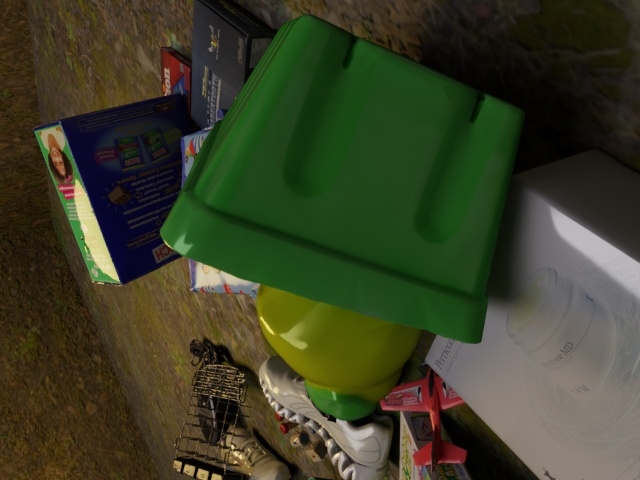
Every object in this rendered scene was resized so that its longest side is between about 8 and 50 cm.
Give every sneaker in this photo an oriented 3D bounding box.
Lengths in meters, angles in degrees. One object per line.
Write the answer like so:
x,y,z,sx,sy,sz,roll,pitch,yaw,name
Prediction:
0.009,0.272,0.884,0.292,0.110,0.118,31,122,35,sneaker
-0.176,0.538,1.253,0.305,0.114,0.152,-28,83,56,sneaker

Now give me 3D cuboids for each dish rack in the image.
-0.250,0.438,1.240,0.208,0.074,0.271,-4,67,38,dish rack

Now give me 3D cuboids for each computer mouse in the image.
-0.280,0.404,1.393,0.188,0.072,0.272,-2,93,54,computer mouse

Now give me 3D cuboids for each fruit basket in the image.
0.000,0.000,0.515,0.392,0.283,0.392,-161,90,-77,fruit basket

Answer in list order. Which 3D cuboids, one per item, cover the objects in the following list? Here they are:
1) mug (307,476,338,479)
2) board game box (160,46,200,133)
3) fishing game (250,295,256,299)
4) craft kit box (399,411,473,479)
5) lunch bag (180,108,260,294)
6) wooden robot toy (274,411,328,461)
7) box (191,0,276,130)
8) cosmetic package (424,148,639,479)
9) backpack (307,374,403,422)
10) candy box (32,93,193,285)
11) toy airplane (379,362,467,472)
0.021,0.501,0.959,0.158,0.097,0.129,-94,20,-57,mug
-0.308,-0.264,1.145,0.145,0.027,0.281,42,136,39,board game box
-0.115,0.065,1.012,0.189,0.041,0.264,-2,103,53,fishing game
0.159,0.388,0.658,0.246,0.061,0.250,-105,12,-68,craft kit box
-0.121,-0.068,0.849,0.221,0.138,0.293,-3,99,42,lunch bag
-0.031,0.342,0.998,0.079,0.076,0.173,-33,77,45,wooden robot toy
-0.158,-0.275,0.892,0.183,0.059,0.233,47,140,33,box
0.235,0.083,0.425,0.225,0.138,0.224,46,139,36,cosmetic package
0.049,0.137,0.718,0.115,0.152,0.182,26,114,36,backpack
-0.368,-0.107,1.046,0.122,0.268,0.317,0,111,41,candy box
0.145,0.215,0.645,0.151,0.151,0.028,20,157,50,toy airplane
